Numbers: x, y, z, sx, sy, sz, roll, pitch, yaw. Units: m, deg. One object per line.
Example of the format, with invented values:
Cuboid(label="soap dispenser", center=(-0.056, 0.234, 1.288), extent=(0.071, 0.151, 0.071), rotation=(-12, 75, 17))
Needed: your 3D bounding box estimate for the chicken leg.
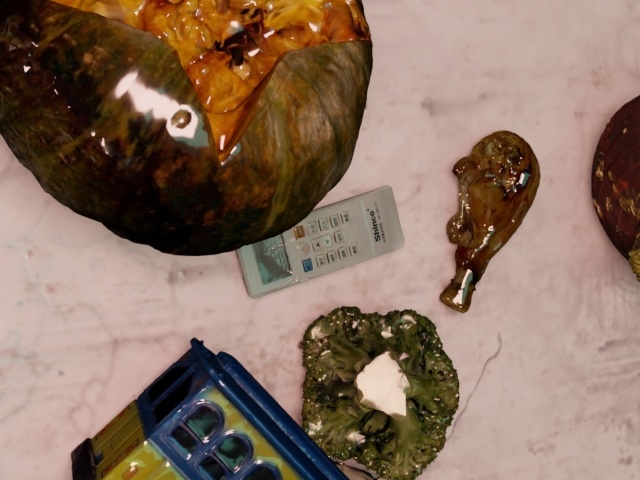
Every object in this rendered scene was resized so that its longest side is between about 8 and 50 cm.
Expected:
Cuboid(label="chicken leg", center=(0.151, -0.020, 1.249), extent=(0.093, 0.070, 0.178), rotation=(16, 97, -27))

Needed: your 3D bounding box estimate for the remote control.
Cuboid(label="remote control", center=(0.000, 0.000, 1.190), extent=(0.162, 0.029, 0.061), rotation=(-18, 100, -20))

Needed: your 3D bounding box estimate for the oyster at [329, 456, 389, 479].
Cuboid(label="oyster", center=(0.032, 0.262, 1.216), extent=(0.108, 0.053, 0.166), rotation=(-19, 111, -5))

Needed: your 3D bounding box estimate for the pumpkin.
Cuboid(label="pumpkin", center=(-0.105, -0.140, 0.999), extent=(0.320, 0.192, 0.320), rotation=(11, 62, -21))

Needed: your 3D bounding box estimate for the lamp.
Cuboid(label="lamp", center=(0.377, -0.046, 1.267), extent=(0.247, 0.247, 0.247), rotation=(-3, 96, -27))

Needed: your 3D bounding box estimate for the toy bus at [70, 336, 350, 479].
Cuboid(label="toy bus", center=(-0.057, 0.240, 1.091), extent=(0.175, 0.138, 0.288), rotation=(-43, 104, -4))

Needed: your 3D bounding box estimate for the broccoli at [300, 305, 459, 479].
Cuboid(label="broccoli", center=(0.053, 0.137, 1.168), extent=(0.145, 0.138, 0.162), rotation=(-3, 82, 0))
